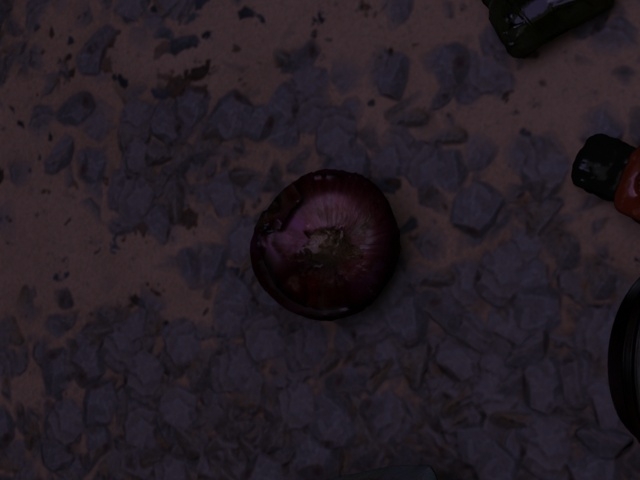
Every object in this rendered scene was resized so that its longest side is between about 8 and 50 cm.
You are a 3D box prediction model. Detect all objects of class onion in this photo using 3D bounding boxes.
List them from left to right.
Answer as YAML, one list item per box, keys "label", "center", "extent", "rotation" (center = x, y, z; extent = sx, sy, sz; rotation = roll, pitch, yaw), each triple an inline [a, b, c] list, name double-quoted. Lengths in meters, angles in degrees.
- label: "onion"
  center: [0.000, 0.000, 1.543]
  extent: [0.150, 0.140, 0.150]
  rotation: [-2, 99, -11]

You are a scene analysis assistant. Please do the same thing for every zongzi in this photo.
- label: "zongzi"
  center: [0.222, -0.258, 1.474]
  extent: [0.154, 0.062, 0.130]
  rotation: [-29, 58, 17]

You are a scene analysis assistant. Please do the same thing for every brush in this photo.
- label: "brush"
  center: [0.360, -0.017, 1.355]
  extent: [0.323, 0.051, 0.070]
  rotation: [25, 94, 30]

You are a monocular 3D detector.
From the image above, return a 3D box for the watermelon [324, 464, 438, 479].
- label: "watermelon"
  center: [-0.011, 0.336, 1.461]
  extent: [0.260, 0.176, 0.255]
  rotation: [-12, 68, 51]

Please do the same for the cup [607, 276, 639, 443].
- label: "cup"
  center: [0.376, 0.101, 1.214]
  extent: [0.280, 0.196, 0.196]
  rotation: [2, 84, 52]
